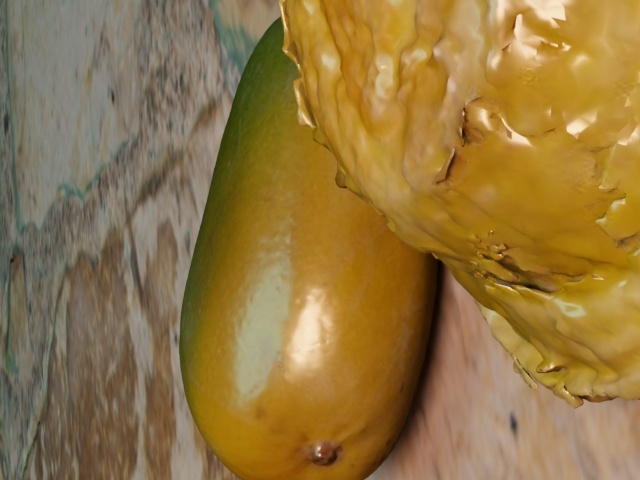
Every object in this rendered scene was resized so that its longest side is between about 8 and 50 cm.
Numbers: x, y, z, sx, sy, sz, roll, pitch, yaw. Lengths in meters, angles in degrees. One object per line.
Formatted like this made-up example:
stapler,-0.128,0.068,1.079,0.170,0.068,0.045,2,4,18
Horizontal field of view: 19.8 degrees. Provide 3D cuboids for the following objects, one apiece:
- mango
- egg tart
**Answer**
mango,0.000,0.000,0.897,0.156,0.114,0.251,146,137,-74
egg tart,0.074,-0.101,0.687,0.341,0.132,0.341,178,90,-65
